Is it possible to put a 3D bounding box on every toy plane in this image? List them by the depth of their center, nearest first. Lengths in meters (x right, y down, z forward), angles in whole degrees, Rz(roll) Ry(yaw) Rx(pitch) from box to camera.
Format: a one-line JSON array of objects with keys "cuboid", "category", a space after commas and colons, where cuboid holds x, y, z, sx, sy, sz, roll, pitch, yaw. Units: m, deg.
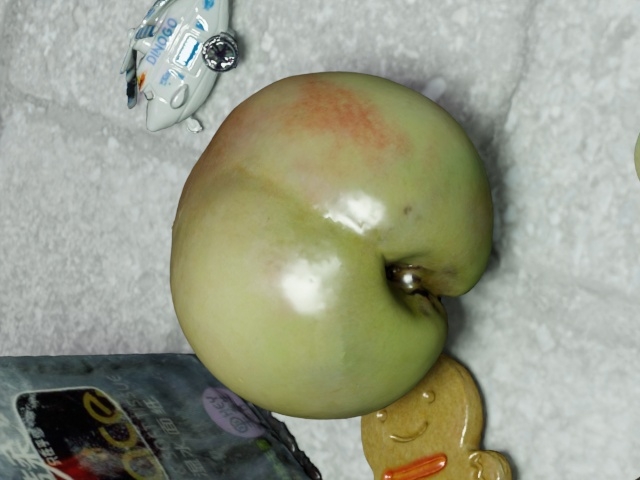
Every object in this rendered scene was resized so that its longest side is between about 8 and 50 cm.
[{"cuboid": [-0.106, -0.231, 1.615, 0.273, 0.107, 0.182, -62, 8, -3], "category": "toy plane"}]

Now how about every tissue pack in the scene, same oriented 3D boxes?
[{"cuboid": [-0.170, 0.216, 1.451, 0.259, 0.361, 0.122, 50, 118, 31], "category": "tissue pack"}]

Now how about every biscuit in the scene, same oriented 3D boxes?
[{"cuboid": [0.089, 0.191, 1.427, 0.166, 0.036, 0.225, -24, 65, 42], "category": "biscuit"}]

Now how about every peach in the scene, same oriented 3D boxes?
[{"cuboid": [0.001, -0.001, 1.390, 0.292, 0.247, 0.292, -6, 82, 43], "category": "peach"}]

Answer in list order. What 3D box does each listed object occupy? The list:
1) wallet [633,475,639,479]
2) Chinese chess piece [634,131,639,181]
[{"cuboid": [0.226, 0.296, 1.321, 0.309, 0.042, 0.165, -42, 61, 29], "category": "wallet"}, {"cuboid": [0.282, -0.066, 1.297, 0.084, 0.034, 0.084, -4, 84, 42], "category": "Chinese chess piece"}]
